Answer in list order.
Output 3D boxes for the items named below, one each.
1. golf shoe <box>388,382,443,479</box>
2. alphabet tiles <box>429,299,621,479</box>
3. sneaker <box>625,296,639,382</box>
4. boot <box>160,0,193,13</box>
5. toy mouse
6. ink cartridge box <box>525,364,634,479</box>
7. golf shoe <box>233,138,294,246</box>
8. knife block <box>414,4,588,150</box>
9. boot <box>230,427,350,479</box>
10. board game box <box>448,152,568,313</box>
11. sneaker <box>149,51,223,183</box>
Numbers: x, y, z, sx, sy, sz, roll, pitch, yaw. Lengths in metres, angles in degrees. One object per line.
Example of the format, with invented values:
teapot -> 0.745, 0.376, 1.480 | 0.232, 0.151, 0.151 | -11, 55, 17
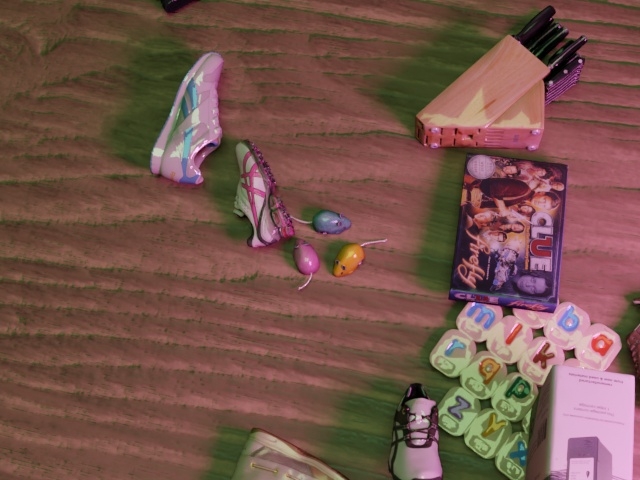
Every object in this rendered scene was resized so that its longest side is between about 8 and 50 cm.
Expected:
golf shoe -> 0.134, 0.277, 1.520 | 0.077, 0.198, 0.094 | 2, 112, -4
alphabet tiles -> 0.315, 0.212, 1.619 | 0.284, 0.021, 0.278 | 35, 78, 14
sneaker -> 0.496, 0.173, 1.607 | 0.071, 0.066, 0.188 | 7, 67, 23
boot -> -0.248, -0.462, 1.865 | 0.121, 0.045, 0.099 | -29, 69, -5
toy mouse -> 0.000, 0.000, 1.703 | 0.161, 0.031, 0.143 | -42, 74, -9
ink cartridge box -> 0.344, 0.333, 1.443 | 0.115, 0.198, 0.273 | 8, 64, 5
golf shoe -> -0.110, -0.078, 1.716 | 0.086, 0.067, 0.186 | -24, 67, 7
knife block -> 0.295, -0.274, 1.743 | 0.276, 0.088, 0.242 | 1, 71, 5
boot -> -0.046, 0.392, 1.557 | 0.213, 0.077, 0.165 | 26, 75, 17
board game box -> 0.296, -0.015, 1.668 | 0.165, 0.042, 0.243 | 7, 66, 6
sneaker -> -0.201, -0.201, 1.761 | 0.092, 0.087, 0.228 | 20, 81, 3
